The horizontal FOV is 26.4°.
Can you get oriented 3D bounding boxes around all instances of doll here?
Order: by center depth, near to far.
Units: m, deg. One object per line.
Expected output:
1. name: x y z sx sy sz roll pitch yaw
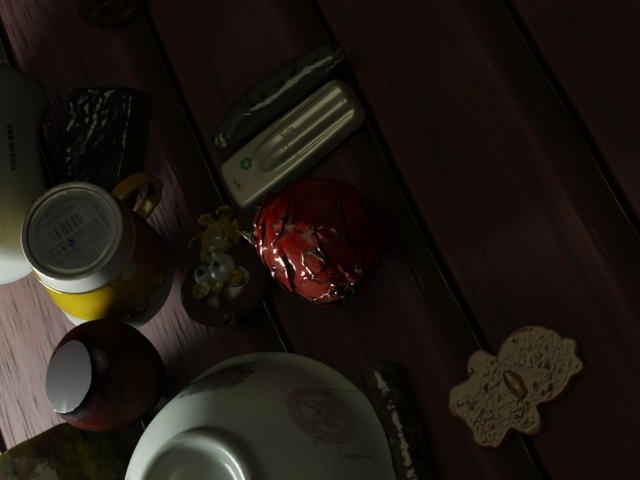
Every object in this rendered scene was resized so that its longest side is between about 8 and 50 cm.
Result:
1. doll: -0.146 0.042 1.937 0.145 0.096 0.188 -42 53 3

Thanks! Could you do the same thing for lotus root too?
1. lotus root: -0.400 0.348 1.971 0.234 0.138 0.119 -27 77 14

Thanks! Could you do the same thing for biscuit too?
1. biscuit: 0.247 0.181 1.742 0.133 0.027 0.184 37 94 29

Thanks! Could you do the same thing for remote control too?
1. remote control: -0.043 -0.139 1.951 0.230 0.049 0.090 -38 62 15

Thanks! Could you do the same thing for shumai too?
1. shumai: -0.333 -0.400 2.124 0.105 0.123 0.139 21 101 40

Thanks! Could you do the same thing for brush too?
1. brush: -0.335 -0.140 2.090 0.123 0.059 0.197 1 79 25

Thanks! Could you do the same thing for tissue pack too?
1. tissue pack: -0.544 -0.104 2.063 0.229 0.236 0.333 -28 64 42

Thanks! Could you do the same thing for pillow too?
1. pillow: -0.065 -0.217 1.973 0.241 0.051 0.093 -36 25 14

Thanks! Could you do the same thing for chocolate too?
1. chocolate: -0.298 0.190 1.932 0.176 0.176 0.177 -7 75 25

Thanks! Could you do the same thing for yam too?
1. yam: 0.117 0.278 1.765 0.061 0.061 0.253 -28 68 18

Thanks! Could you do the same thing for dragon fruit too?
1. dragon fruit: 0.000 0.000 1.830 0.209 0.172 0.172 35 94 29

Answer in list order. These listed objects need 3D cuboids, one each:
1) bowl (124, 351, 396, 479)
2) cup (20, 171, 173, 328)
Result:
1. bowl: -0.118 0.346 1.787 0.434 0.196 0.435 -7 74 25
2. cup: -0.307 -0.002 1.943 0.185 0.226 0.241 29 79 16
